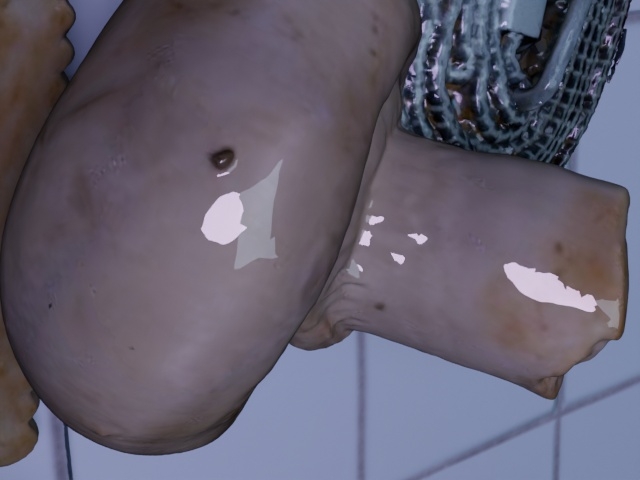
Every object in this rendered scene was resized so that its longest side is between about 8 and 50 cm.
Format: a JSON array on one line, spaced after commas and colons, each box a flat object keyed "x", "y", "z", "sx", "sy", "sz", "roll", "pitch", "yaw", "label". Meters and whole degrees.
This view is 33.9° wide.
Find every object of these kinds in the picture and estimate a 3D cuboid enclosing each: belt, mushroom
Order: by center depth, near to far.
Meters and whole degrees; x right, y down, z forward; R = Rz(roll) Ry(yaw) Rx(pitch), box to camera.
[{"x": 0.000, "y": 0.000, "z": 0.543, "sx": 0.290, "sy": 0.292, "sz": 0.292, "roll": 26, "pitch": 86, "yaw": 0, "label": "mushroom"}, {"x": 0.102, "y": -0.144, "z": 0.715, "sx": 0.207, "sy": 0.160, "sz": 0.295, "roll": 28, "pitch": 85, "yaw": -40, "label": "belt"}]

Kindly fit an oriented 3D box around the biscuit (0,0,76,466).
[{"x": -0.237, "y": -0.004, "z": 0.541, "sx": 0.217, "sy": 0.044, "sz": 0.325, "roll": -9, "pitch": 117, "yaw": -40, "label": "biscuit"}]
